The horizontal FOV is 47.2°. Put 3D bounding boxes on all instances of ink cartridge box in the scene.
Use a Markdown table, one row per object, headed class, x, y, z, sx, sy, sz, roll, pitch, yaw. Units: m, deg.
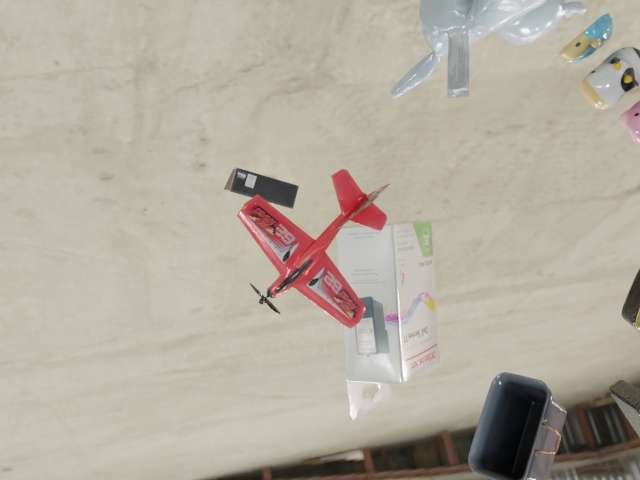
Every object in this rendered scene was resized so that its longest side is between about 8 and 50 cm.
| class | x | y | z | sx | sy | sz | roll | pitch | yaw |
| --- | --- | --- | --- | --- | --- | --- | --- | --- | --- |
| ink cartridge box | 0.133 | 0.144 | 1.364 | 0.119 | 0.353 | 0.207 | -3 | -178 | 28 |

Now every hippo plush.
| class | x | y | z | sx | sy | sz | roll | pitch | yaw |
| --- | --- | --- | --- | --- | --- | --- | --- | --- | --- |
| hippo plush | 0.256 | -0.330 | 0.940 | 0.237 | 0.294 | 0.234 | -8 | -166 | -37 |

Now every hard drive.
| class | x | y | z | sx | sy | sz | roll | pitch | yaw |
| --- | --- | --- | --- | --- | --- | --- | --- | --- | --- |
| hard drive | 0.369 | 0.220 | 0.789 | 0.022 | 0.135 | 0.094 | -34 | 180 | 4 |

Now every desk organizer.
| class | x | y | z | sx | sy | sz | roll | pitch | yaw |
| --- | --- | --- | --- | --- | --- | --- | --- | --- | --- |
| desk organizer | -0.113 | -0.099 | 1.389 | 0.130 | 0.047 | 0.050 | 15 | 180 | -24 |

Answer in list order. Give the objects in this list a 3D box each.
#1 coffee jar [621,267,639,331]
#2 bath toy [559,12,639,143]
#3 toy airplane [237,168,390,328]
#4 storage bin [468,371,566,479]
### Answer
| class | x | y | z | sx | sy | sz | roll | pitch | yaw |
| --- | --- | --- | --- | --- | --- | --- | --- | --- | --- |
| coffee jar | 0.445 | 0.095 | 0.853 | 0.079 | 0.184 | 0.096 | -2 | 116 | -31 |
| bath toy | 0.567 | -0.231 | 1.267 | 0.151 | 0.348 | 0.129 | -41 | 180 | -21 |
| toy airplane | 0.000 | 0.000 | 0.631 | 0.151 | 0.151 | 0.028 | -6 | -166 | -15 |
| storage bin | 0.269 | 0.252 | 0.944 | 0.098 | 0.135 | 0.091 | 6 | 161 | 47 |
